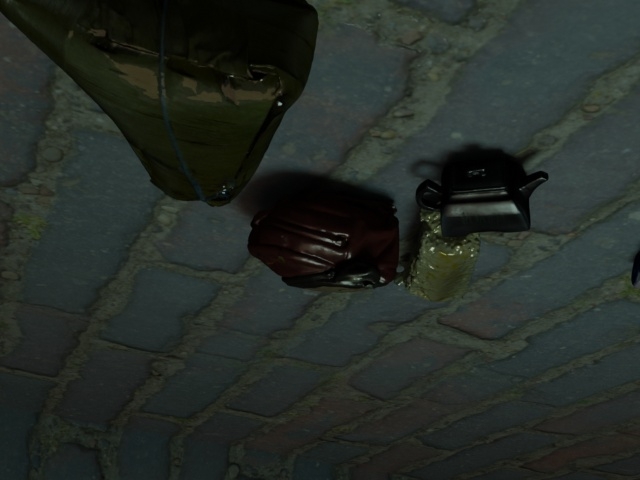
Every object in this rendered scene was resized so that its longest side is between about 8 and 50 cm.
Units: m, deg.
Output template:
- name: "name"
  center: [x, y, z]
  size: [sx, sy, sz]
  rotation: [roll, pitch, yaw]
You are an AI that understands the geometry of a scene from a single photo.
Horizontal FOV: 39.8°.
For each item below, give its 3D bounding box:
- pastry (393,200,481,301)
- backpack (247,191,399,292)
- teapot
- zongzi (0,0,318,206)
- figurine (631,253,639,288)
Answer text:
- name: "pastry"
  center: [0.193, 0.021, 1.354]
  size: [0.121, 0.089, 0.258]
  rotation: [-5, 157, -8]
- name: "backpack"
  center: [-0.001, 0.002, 1.298]
  size: [0.229, 0.139, 0.229]
  rotation: [9, 171, 1]
- name: "teapot"
  center: [0.212, -0.068, 1.173]
  size: [0.177, 0.087, 0.096]
  rotation: [-4, 147, 17]
- name: "zongzi"
  center: [-0.216, -0.170, 0.955]
  size: [0.360, 0.160, 0.323]
  rotation: [12, 151, -14]
- name: "figurine"
  center: [0.618, 0.067, 1.331]
  size: [0.274, 0.133, 0.194]
  rotation: [23, 149, -11]
